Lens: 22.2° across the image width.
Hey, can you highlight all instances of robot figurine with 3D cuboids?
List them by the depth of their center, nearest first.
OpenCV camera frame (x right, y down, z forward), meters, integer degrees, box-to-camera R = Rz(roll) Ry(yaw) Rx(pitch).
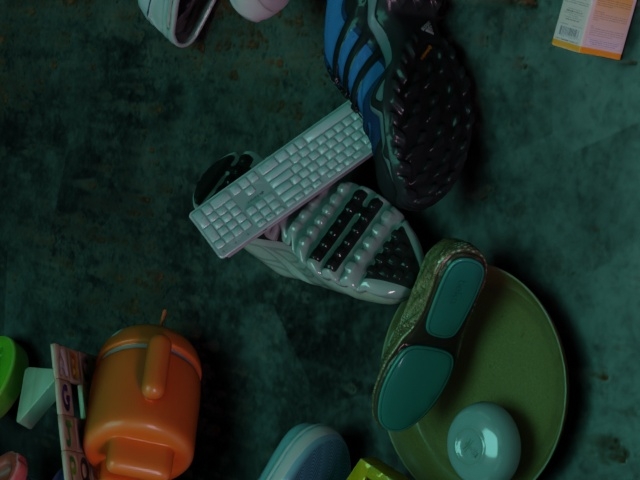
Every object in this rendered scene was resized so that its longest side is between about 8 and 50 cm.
[{"bbox_3d":[-0.201,0.187,1.849,0.128,0.158,0.219,-13,46,18],"label":"robot figurine"}]

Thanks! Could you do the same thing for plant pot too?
[{"bbox_3d":[0.152,0.139,1.580,0.236,0.032,0.236,-2,87,47],"label":"plant pot"}]

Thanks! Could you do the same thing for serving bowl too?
[{"bbox_3d":[0.149,0.194,1.538,0.083,0.027,0.083,-2,88,45],"label":"serving bowl"}]

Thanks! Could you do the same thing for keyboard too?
[{"bbox_3d":[-0.014,-0.077,1.668,0.256,0.014,0.072,-35,60,-5],"label":"keyboard"}]

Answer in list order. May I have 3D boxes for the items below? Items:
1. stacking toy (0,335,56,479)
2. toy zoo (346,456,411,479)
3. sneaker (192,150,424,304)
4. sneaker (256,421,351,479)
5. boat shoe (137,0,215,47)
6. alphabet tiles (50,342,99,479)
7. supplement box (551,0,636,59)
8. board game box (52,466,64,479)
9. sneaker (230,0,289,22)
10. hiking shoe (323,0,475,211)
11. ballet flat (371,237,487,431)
[{"bbox_3d":[-0.405,0.285,2.112,0.309,0.130,0.279,14,71,54],"label":"stacking toy"},{"bbox_3d":[0.085,0.342,1.586,0.293,0.030,0.192,30,105,33],"label":"toy zoo"},{"bbox_3d":[0.000,0.000,1.696,0.292,0.118,0.110,26,66,39],"label":"sneaker"},{"bbox_3d":[-0.099,0.296,1.768,0.208,0.127,0.319,39,114,39],"label":"sneaker"},{"bbox_3d":[-0.123,-0.335,1.855,0.084,0.095,0.258,52,134,29],"label":"boat shoe"},{"bbox_3d":[-0.259,0.228,1.884,0.009,0.237,0.198,-10,79,9],"label":"alphabet tiles"},{"bbox_3d":[0.252,-0.217,1.471,0.036,0.062,0.098,26,106,45],"label":"supplement box"},{"bbox_3d":[-0.283,0.351,2.024,0.169,0.033,0.133,10,89,43],"label":"board game box"},{"bbox_3d":[-0.003,-0.363,1.681,0.152,0.114,0.305,28,96,38],"label":"sneaker"},{"bbox_3d":[0.070,-0.162,1.639,0.132,0.113,0.304,-31,57,49],"label":"hiking shoe"},{"bbox_3d":[0.103,0.088,1.576,0.206,0.073,0.067,-64,21,19],"label":"ballet flat"}]
